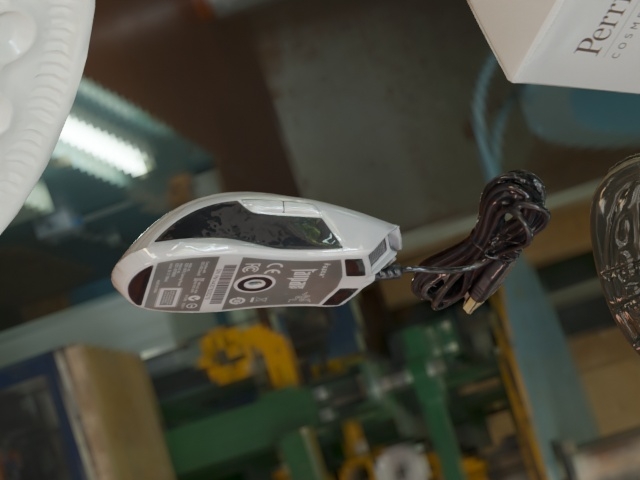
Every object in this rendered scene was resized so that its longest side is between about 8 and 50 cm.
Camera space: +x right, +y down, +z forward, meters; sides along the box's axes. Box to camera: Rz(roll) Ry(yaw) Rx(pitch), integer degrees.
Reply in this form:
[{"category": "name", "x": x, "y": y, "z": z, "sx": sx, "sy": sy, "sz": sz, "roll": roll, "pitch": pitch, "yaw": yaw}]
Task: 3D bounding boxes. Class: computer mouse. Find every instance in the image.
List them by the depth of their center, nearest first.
[{"category": "computer mouse", "x": 0.000, "y": 0.000, "z": 0.859, "sx": 0.106, "sy": 0.193, "sz": 0.042, "roll": 119, "pitch": -32, "yaw": -61}]

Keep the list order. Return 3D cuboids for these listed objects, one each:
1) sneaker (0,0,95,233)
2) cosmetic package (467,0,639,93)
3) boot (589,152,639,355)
[{"category": "sneaker", "x": -0.182, "y": -0.161, "z": 0.682, "sx": 0.236, "sy": 0.130, "sz": 0.322, "roll": 47, "pitch": -45, "yaw": 42}, {"category": "cosmetic package", "x": 0.247, "y": -0.208, "z": 0.653, "sx": 0.097, "sy": 0.284, "sz": 0.377, "roll": -109, "pitch": -146, "yaw": -40}, {"category": "boot", "x": 0.235, "y": 0.020, "z": 1.165, "sx": 0.236, "sy": 0.085, "sz": 0.178, "roll": 55, "pitch": 20, "yaw": -20}]
